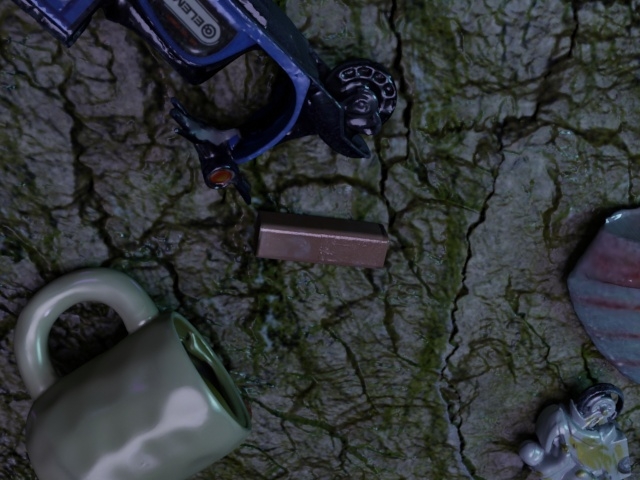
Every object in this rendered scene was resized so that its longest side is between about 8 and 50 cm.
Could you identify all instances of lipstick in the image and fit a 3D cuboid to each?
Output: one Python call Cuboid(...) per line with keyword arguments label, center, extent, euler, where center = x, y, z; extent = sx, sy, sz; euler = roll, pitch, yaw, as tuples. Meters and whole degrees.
Cuboid(label="lipstick", center=(0.000, 0.000, 0.909), extent=(0.145, 0.045, 0.045), euler=(6, 118, -11))

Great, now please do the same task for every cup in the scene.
Cuboid(label="cup", center=(-0.224, 0.169, 0.885), extent=(0.202, 0.173, 0.255), euler=(-33, 115, -1))

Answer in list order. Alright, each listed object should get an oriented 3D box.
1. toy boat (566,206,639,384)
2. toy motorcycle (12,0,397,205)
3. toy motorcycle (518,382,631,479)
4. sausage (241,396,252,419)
Cuboid(label="toy boat", center=(0.404, 0.089, 1.005), extent=(0.206, 0.096, 0.282), euler=(-6, 131, 2))
Cuboid(label="toy motorcycle", center=(-0.097, -0.178, 0.766), extent=(0.213, 0.125, 0.358), euler=(-38, 114, 21))
Cuboid(label="toy motorcycle", center=(0.344, 0.289, 1.093), extent=(0.151, 0.074, 0.228), euler=(-12, 120, 1))
Cuboid(label="sausage", center=(-0.173, 0.228, 1.007), extent=(0.177, 0.040, 0.047), euler=(-10, 119, -1))
